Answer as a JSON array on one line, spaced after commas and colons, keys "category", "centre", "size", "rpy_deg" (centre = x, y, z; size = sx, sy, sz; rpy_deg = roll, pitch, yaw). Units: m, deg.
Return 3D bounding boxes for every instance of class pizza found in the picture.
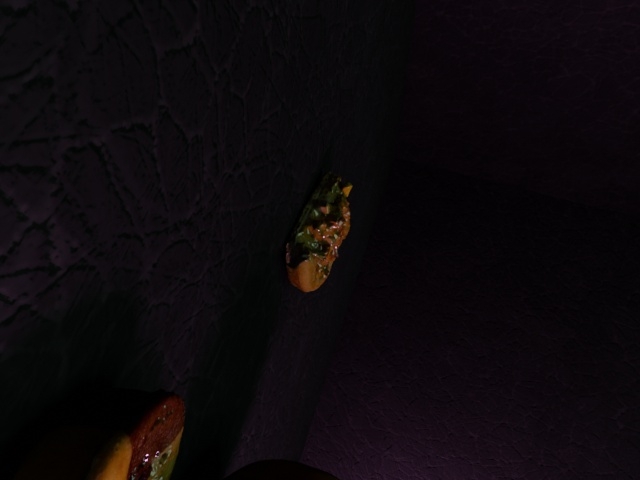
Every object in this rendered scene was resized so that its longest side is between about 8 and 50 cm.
[{"category": "pizza", "centre": [-0.007, 0.029, 1.073], "size": [0.269, 0.087, 0.258], "rpy_deg": [98, 15, -50]}]

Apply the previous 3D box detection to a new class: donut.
[{"category": "donut", "centre": [-0.175, 0.197, 0.390], "size": [0.184, 0.073, 0.166], "rpy_deg": [-60, 162, -58]}]

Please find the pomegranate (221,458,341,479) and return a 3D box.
[{"category": "pomegranate", "centre": [-0.067, 0.548, 0.740], "size": [0.410, 0.409, 0.411], "rpy_deg": [16, 90, -80]}]
